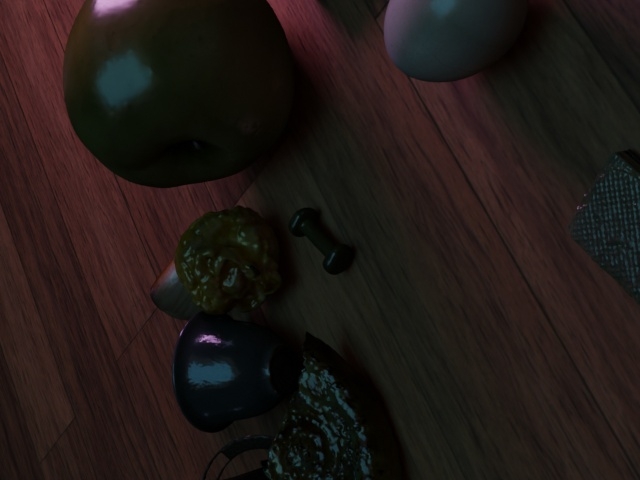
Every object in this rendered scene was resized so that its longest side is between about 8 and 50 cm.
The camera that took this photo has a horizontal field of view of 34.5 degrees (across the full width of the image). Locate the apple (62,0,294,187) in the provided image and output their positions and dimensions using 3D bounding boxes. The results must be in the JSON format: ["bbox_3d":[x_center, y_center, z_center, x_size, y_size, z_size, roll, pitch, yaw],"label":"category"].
[{"bbox_3d":[-0.215,-0.260,1.559,0.357,0.357,0.358,8,100,50],"label":"apple"}]

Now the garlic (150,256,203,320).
[{"bbox_3d":[-0.211,0.070,1.774,0.115,0.128,0.207,46,124,9],"label":"garlic"}]

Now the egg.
[{"bbox_3d":[0.159,-0.271,1.248,0.209,0.151,0.151,-34,68,56],"label":"egg"}]

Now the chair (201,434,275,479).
[{"bbox_3d":[-0.063,0.369,1.542,0.149,0.213,0.174,-50,58,48],"label":"chair"}]

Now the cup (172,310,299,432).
[{"bbox_3d":[-0.116,0.205,1.630,0.150,0.199,0.199,-5,90,33],"label":"cup"}]

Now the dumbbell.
[{"bbox_3d":[0.000,0.000,1.548,0.118,0.046,0.052,46,122,37],"label":"dumbbell"}]

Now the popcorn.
[{"bbox_3d":[-0.145,0.033,1.641,0.170,0.179,0.180,-124,39,-72],"label":"popcorn"}]

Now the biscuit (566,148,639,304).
[{"bbox_3d":[0.362,0.006,1.119,0.199,0.040,0.121,50,131,33],"label":"biscuit"}]

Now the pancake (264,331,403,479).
[{"bbox_3d":[0.012,0.315,1.473,0.197,0.054,0.377,-17,70,7],"label":"pancake"}]
